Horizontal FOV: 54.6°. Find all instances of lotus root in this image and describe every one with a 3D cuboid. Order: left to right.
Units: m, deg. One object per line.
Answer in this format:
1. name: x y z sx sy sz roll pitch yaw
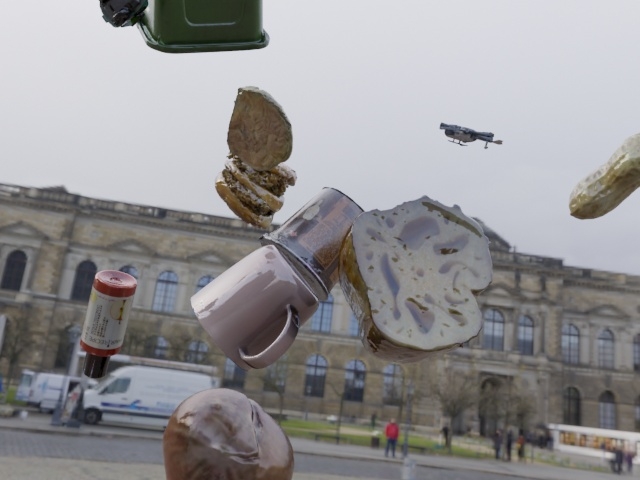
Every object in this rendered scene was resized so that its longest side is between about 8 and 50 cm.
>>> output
1. lotus root: 0.186 0.097 1.215 0.317 0.315 0.250 9 -27 -7

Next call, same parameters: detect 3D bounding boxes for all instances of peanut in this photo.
1. peanut: 0.757 -0.162 1.579 0.298 0.120 0.136 -47 -27 26

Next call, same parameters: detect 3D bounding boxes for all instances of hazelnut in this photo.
1. hazelnut: -0.235 0.548 1.567 0.373 0.315 0.372 23 -22 10

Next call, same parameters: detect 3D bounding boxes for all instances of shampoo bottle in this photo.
1. shampoo bottle: -0.548 0.220 1.581 0.105 0.278 0.104 17 15 -5

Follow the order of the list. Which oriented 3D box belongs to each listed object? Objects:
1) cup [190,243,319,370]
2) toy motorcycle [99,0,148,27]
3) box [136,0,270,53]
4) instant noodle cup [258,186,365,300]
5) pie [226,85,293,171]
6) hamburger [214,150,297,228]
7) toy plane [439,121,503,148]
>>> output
1. cup: -0.113 0.140 1.229 0.191 0.200 0.253 52 0 -33
2. toy motorcycle: -0.299 -0.418 1.037 0.173 0.058 0.100 -28 12 31
3. box: -0.260 -0.522 1.265 0.253 0.328 0.177 -12 -47 -22
4. instant noodle cup: 0.000 0.000 1.488 0.217 0.207 0.217 40 -17 14
5. pie: -0.147 -0.262 1.518 0.185 0.052 0.218 35 -50 16
6. hamburger: -0.201 -0.173 1.895 0.245 0.211 0.260 31 9 -36
7. toy plane: 0.454 -0.316 1.882 0.197 0.053 0.078 17 -3 5
